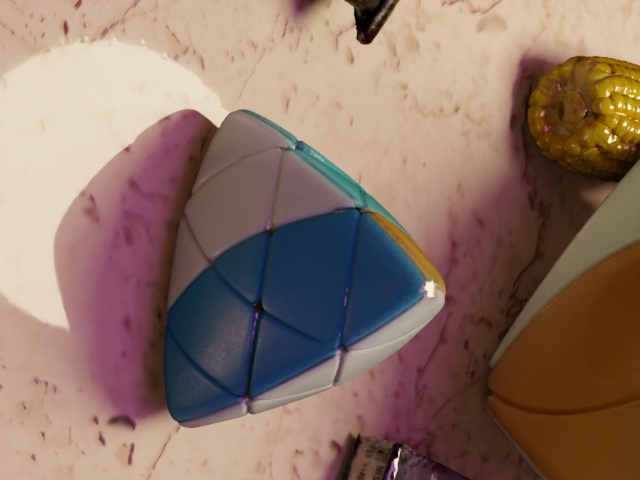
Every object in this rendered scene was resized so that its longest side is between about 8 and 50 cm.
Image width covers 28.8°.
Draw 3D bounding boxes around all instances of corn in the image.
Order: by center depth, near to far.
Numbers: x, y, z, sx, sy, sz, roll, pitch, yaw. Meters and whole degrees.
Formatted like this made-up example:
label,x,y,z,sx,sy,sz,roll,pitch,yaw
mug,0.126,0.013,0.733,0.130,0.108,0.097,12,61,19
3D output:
label,x,y,z,sx,sy,sz,roll,pitch,yaw
corn,0.359,-0.117,1.347,0.344,0.131,0.131,6,90,-47

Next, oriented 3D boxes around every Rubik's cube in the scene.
label,x,y,z,sx,sy,sz,roll,pitch,yaw
Rubik's cube,0.000,0.000,0.943,0.254,0.254,0.254,-6,99,-44
Rubik's cube,0.413,0.146,1.176,0.351,0.347,0.352,27,99,-25

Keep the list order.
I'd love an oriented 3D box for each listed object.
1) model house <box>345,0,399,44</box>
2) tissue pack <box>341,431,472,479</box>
label,x,y,z,sx,sy,sz,roll,pitch,yaw
model house,0.011,-0.275,1.017,0.152,0.106,0.165,26,40,-32
tissue pack,0.064,0.314,1.139,0.173,0.073,0.235,33,71,-42
